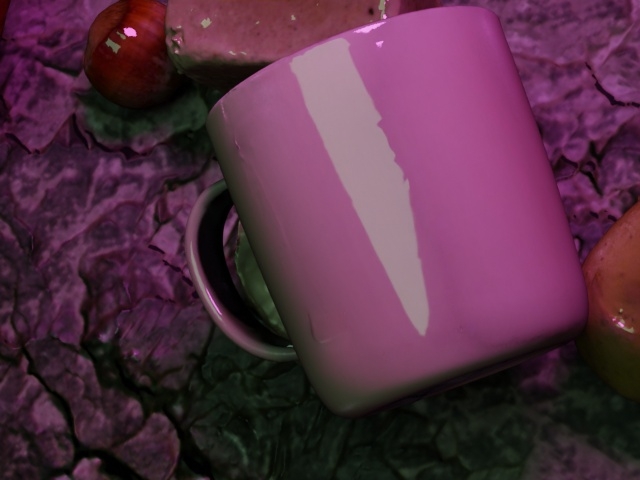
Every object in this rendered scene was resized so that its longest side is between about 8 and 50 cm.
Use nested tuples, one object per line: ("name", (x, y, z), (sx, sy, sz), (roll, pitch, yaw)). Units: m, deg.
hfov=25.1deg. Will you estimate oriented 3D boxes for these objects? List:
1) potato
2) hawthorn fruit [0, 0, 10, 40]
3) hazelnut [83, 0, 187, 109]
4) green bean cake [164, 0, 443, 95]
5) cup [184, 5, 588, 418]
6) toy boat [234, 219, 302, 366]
("potato", (0.236, 0.028, 0.880), (0.137, 0.137, 0.176), (45, 100, 23))
("hawthorn fruit", (-0.349, -0.213, 1.096), (0.258, 0.258, 0.262), (3, 108, 21))
("hazelnut", (-0.138, -0.141, 1.087), (0.086, 0.086, 0.086), (-4, 78, 20))
("green bean cake", (-0.011, -0.147, 1.019), (0.179, 0.109, 0.085), (5, 82, 21))
("cup", (0.027, 0.002, 0.885), (0.252, 0.191, 0.200), (-24, 80, 30))
("toy boat", (0.000, 0.000, 1.011), (0.116, 0.061, 0.188), (0, 79, 19))
